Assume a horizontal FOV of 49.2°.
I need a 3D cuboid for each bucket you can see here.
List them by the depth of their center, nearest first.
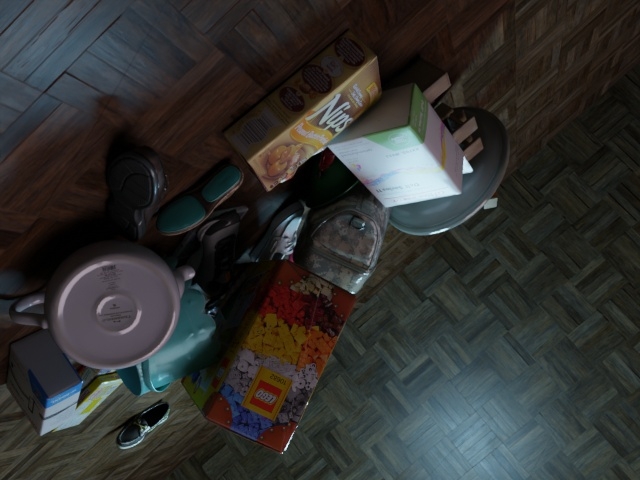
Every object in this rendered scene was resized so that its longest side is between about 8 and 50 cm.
[{"bbox_3d":[-0.361,0.188,1.507,0.183,0.281,0.281,-26,160,-29],"label":"bucket"}]

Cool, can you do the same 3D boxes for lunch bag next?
[{"bbox_3d":[0.081,-0.061,1.801,0.256,0.213,0.305,-57,-172,38],"label":"lunch bag"}]

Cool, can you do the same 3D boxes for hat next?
[{"bbox_3d":[-0.002,-0.206,1.684,0.209,0.183,0.173,-30,-156,20],"label":"hat"}]

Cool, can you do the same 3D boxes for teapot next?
[{"bbox_3d":[-0.392,0.106,1.295,0.252,0.256,0.187,-54,-154,-2],"label":"teapot"}]

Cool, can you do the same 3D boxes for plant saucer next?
[{"bbox_3d":[0.303,-0.210,1.874,0.400,0.400,0.100,-44,130,13],"label":"plant saucer"}]

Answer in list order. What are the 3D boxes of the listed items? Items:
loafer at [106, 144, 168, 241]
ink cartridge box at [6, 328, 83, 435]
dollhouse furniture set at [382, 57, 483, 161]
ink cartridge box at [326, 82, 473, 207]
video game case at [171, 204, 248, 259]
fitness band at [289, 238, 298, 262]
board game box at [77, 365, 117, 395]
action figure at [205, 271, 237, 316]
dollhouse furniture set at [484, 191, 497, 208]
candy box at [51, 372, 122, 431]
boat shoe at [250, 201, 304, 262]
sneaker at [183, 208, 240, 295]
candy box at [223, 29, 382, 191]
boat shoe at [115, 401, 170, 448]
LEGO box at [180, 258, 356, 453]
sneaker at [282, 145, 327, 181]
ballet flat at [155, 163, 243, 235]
[{"bbox_3d":[-0.309,-0.093,1.202,0.084,0.096,0.267,-53,-179,-33],"label":"loafer"},{"bbox_3d":[-0.593,0.306,1.492,0.086,0.148,0.203,-28,160,-40],"label":"ink cartridge box"},{"bbox_3d":[0.247,-0.291,1.705,0.161,0.212,0.242,-40,138,-6],"label":"dollhouse furniture set"},{"bbox_3d":[0.195,-0.187,1.597,0.207,0.119,0.353,-9,149,32],"label":"ink cartridge box"},{"bbox_3d":[-0.255,-0.020,1.623,0.143,0.019,0.157,-49,163,31],"label":"video game case"},{"bbox_3d":[0.000,0.000,2.219,0.209,0.054,0.291,-33,164,-32],"label":"fitness band"},{"bbox_3d":[-0.591,0.363,1.846,0.193,0.045,0.147,-44,164,14],"label":"board game box"},{"bbox_3d":[-0.148,0.227,2.017,0.341,0.330,0.178,-26,-160,4],"label":"action figure"},{"bbox_3d":[0.441,-0.230,2.272,0.259,0.261,0.135,-10,165,9],"label":"dollhouse furniture set"},{"bbox_3d":[-0.609,0.422,1.828,0.206,0.027,0.105,-43,162,13],"label":"candy box"},{"bbox_3d":[-0.101,-0.001,1.907,0.095,0.084,0.258,-25,158,-43],"label":"boat shoe"},{"bbox_3d":[-0.227,0.027,1.581,0.100,0.108,0.271,-27,159,-36],"label":"sneaker"},{"bbox_3d":[-0.026,-0.251,1.387,0.316,0.087,0.183,-39,164,-2],"label":"candy box"},{"bbox_3d":[-0.634,0.654,2.497,0.228,0.081,0.068,-35,162,-44],"label":"boat shoe"},{"bbox_3d":[-0.147,0.252,1.687,0.372,0.193,0.500,-64,-166,-11],"label":"LEGO box"},{"bbox_3d":[-0.061,-0.195,1.546,0.175,0.064,0.067,-43,143,-2],"label":"sneaker"},{"bbox_3d":[-0.240,-0.077,1.416,0.206,0.073,0.067,-35,178,-5],"label":"ballet flat"}]
